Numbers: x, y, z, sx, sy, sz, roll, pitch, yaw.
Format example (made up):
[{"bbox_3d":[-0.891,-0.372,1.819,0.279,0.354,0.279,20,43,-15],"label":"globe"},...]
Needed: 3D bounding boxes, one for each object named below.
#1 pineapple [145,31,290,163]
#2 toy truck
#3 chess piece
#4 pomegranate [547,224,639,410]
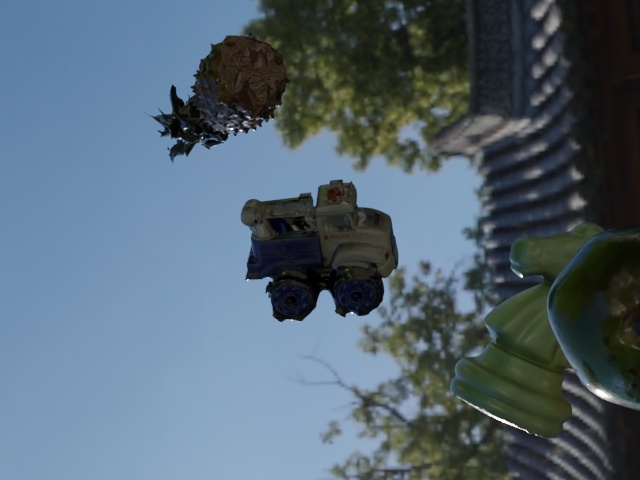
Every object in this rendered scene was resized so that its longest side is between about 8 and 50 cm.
[{"bbox_3d":[-0.192,-0.223,1.874,0.165,0.364,0.165,10,-110,-28],"label":"pineapple"},{"bbox_3d":[0.000,0.000,1.534,0.161,0.213,0.177,-84,-13,-61],"label":"toy truck"},{"bbox_3d":[0.310,0.109,1.502,0.176,0.176,0.298,21,-86,-58],"label":"chess piece"},{"bbox_3d":[0.306,0.068,1.033,0.210,0.180,0.180,-38,-61,-78],"label":"pomegranate"}]
